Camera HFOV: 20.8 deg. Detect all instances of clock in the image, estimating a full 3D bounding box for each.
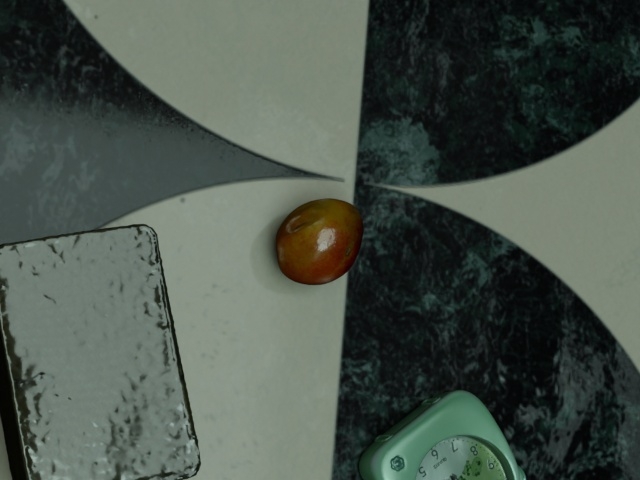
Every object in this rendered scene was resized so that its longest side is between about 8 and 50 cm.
[{"bbox_3d":[0.154,0.289,1.991,0.159,0.066,0.211,-33,94,-20],"label":"clock"}]

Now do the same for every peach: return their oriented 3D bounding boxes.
[{"bbox_3d":[0.001,0.001,1.962,0.101,0.101,0.100,3,81,-19],"label":"peach"}]

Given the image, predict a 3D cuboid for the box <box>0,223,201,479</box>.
[{"bbox_3d":[-0.250,0.133,1.832,0.184,0.143,0.273,-11,86,-21],"label":"box"}]
